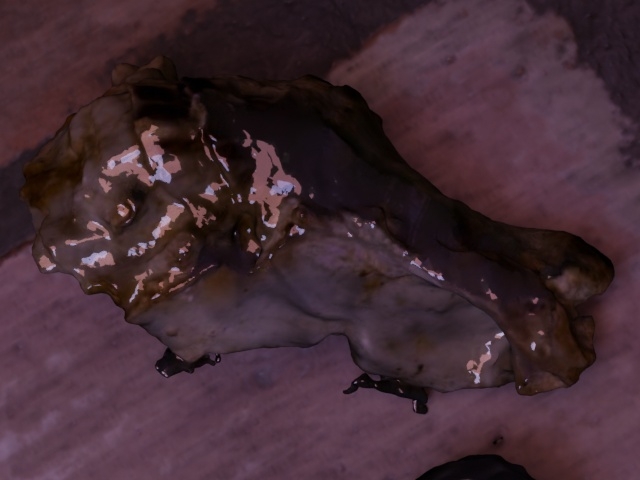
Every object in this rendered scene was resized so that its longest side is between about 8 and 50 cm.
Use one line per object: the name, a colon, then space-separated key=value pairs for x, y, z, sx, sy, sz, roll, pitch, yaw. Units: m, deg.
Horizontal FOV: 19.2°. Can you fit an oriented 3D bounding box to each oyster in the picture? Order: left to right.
oyster: x=-0.002 y=0.005 z=1.071 sx=0.337 sy=0.133 sz=0.198 roll=27 pitch=62 yaw=-2

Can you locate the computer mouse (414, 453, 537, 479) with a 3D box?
computer mouse: x=0.059 y=0.217 z=1.071 sx=0.122 sy=0.073 sz=0.217 roll=39 pitch=97 yaw=14
